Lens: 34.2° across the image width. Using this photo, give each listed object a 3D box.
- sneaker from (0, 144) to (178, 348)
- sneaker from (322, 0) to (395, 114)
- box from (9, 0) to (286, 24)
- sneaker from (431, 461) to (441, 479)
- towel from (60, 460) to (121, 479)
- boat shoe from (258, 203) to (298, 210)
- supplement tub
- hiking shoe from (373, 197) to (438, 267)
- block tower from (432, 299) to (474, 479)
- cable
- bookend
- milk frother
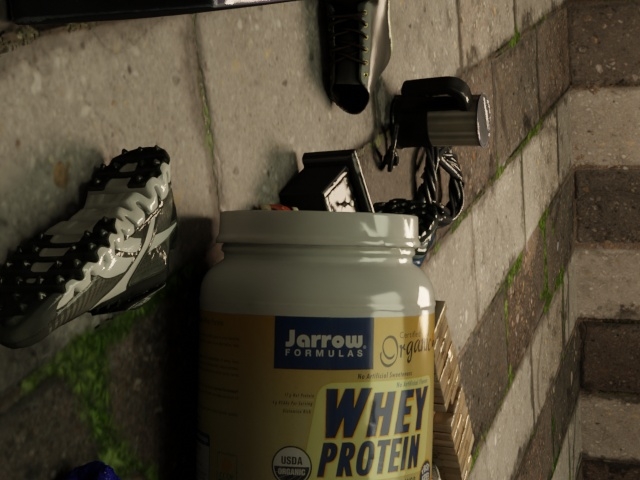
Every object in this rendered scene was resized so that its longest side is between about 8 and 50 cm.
[{"bbox_3d":[-0.166,0.024,0.801,0.234,0.078,0.106,-61,143,-52],"label":"sneaker"},{"bbox_3d":[0.041,-0.265,1.288,0.222,0.083,0.118,65,34,-49],"label":"sneaker"},{"bbox_3d":[-0.101,-0.329,0.814,0.296,0.183,0.294,-34,124,-63],"label":"box"},{"bbox_3d":[0.132,0.349,1.554,0.178,0.072,0.077,-14,102,-67],"label":"sneaker"},{"bbox_3d":[-0.160,0.352,0.835,0.227,0.076,0.308,-69,150,-42],"label":"towel"},{"bbox_3d":[-0.052,0.028,1.131,0.043,0.049,0.137,6,87,-25],"label":"boat shoe"},{"bbox_3d":[-0.005,0.131,1.002,0.228,0.228,0.316,2,89,-68],"label":"supplement tub"},{"bbox_3d":[0.069,0.059,1.369,0.304,0.113,0.132,-52,148,-43],"label":"hiking shoe"},{"bbox_3d":[0.165,0.240,1.605,0.091,0.097,0.335,-65,150,-45],"label":"block tower"},{"bbox_3d":[0.200,-0.097,1.749,0.184,0.047,0.150,5,82,-65],"label":"cable"},{"bbox_3d":[0.000,0.000,1.199,0.156,0.072,0.157,-49,130,-48],"label":"bookend"},{"bbox_3d":[0.169,-0.159,1.538,0.129,0.135,0.143,42,52,-61],"label":"milk frother"}]
